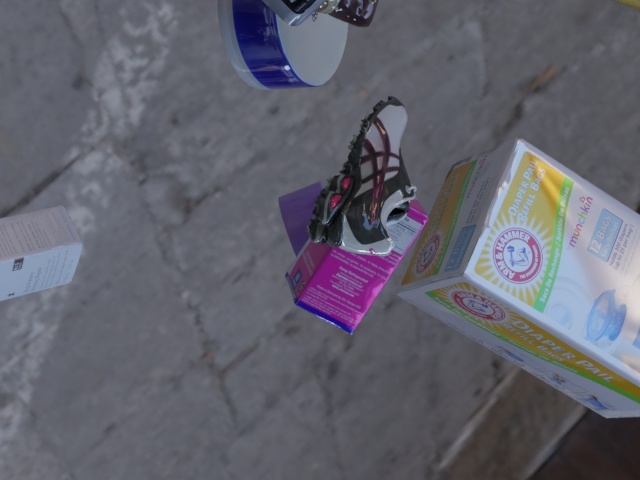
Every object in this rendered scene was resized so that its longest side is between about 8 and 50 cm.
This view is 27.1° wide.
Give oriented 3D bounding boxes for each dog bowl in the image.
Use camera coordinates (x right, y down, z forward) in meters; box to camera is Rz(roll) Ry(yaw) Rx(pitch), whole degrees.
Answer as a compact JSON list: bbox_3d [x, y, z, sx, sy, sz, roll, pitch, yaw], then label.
[{"bbox_3d":[-0.056,-0.376,2.137,0.265,0.104,0.265,-9,100,-62],"label":"dog bowl"}]

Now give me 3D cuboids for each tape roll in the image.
[{"bbox_3d":[0.000,0.000,2.224,0.080,0.189,0.189,-22,154,4],"label":"tape roll"}]

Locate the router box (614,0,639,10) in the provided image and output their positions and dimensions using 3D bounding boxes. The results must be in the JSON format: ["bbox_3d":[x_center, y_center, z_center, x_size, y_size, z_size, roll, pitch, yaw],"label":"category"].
[{"bbox_3d":[0.390,-0.278,1.241,0.309,0.243,0.081,176,-70,-71],"label":"router box"}]

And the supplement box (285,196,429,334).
[{"bbox_3d":[0.053,0.011,2.020,0.114,0.111,0.220,29,104,-20],"label":"supplement box"}]

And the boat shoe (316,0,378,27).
[{"bbox_3d":[0.094,-0.468,1.881,0.123,0.123,0.342,21,93,-20],"label":"boat shoe"}]

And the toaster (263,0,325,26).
[{"bbox_3d":[0.006,-0.378,1.696,0.168,0.110,0.186,-36,-171,34],"label":"toaster"}]

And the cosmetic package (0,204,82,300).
[{"bbox_3d":[-0.485,0.031,1.996,0.231,0.085,0.117,-17,152,-31],"label":"cosmetic package"}]

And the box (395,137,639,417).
[{"bbox_3d":[0.174,0.032,0.946,0.114,0.203,0.103,-64,-164,-19],"label":"box"}]

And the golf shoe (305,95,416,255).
[{"bbox_3d":[0.079,-0.082,1.822,0.105,0.120,0.273,105,10,-53],"label":"golf shoe"}]
